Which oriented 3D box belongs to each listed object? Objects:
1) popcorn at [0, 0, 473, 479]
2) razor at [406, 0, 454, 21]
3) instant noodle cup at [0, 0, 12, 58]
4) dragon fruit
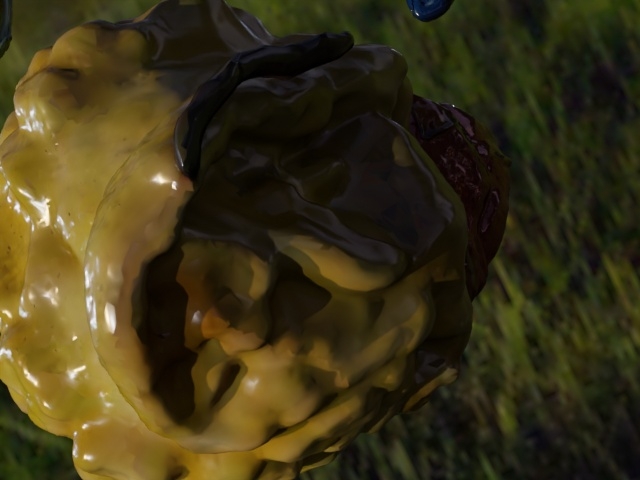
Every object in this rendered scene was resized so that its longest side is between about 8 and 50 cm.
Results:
[{"bbox_3d":[-0.066,-0.012,1.170,0.349,0.349,0.382,-29,-16,-13],"label":"popcorn"},{"bbox_3d":[0.147,-0.332,1.539,0.056,0.093,0.324,19,-87,-81],"label":"razor"},{"bbox_3d":[-0.553,-0.306,2.216,0.311,0.311,0.221,-26,-32,2],"label":"instant noodle cup"},{"bbox_3d":[0.000,0.000,1.418,0.317,0.152,0.205,-25,47,7],"label":"dragon fruit"}]
